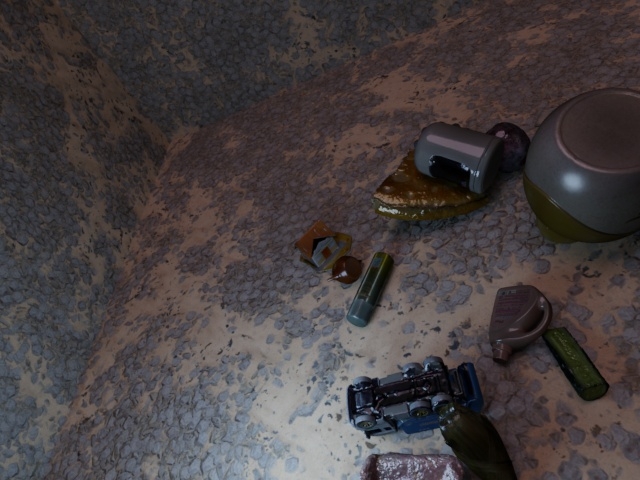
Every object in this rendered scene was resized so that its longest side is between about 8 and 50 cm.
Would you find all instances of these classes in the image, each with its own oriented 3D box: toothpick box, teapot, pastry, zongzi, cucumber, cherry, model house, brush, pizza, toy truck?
[{"bbox_3d":[0.815,-0.200,1.400,0.409,0.425,0.408,-8,61,15],"label":"toothpick box"},{"bbox_3d":[0.095,0.115,1.812,0.116,0.116,0.173,12,31,40],"label":"teapot"},{"bbox_3d":[0.243,0.608,1.226,0.265,0.112,0.102,-4,57,21],"label":"pastry"},{"bbox_3d":[0.386,0.522,1.130,0.112,0.221,0.242,-39,40,17],"label":"zongzi"},{"bbox_3d":[0.673,0.325,1.264,0.078,0.062,0.211,-14,34,1],"label":"cucumber"},{"bbox_3d":[0.493,-0.328,1.741,0.317,0.229,0.229,26,67,29],"label":"toothpick box"},{"bbox_3d":[0.711,-0.355,1.800,0.195,0.195,0.195,-18,43,18],"label":"cherry"},{"bbox_3d":[0.000,0.000,1.951,0.219,0.136,0.207,-45,40,-13],"label":"model house"},{"bbox_3d":[1.005,-0.486,1.869,0.272,0.013,0.103,14,59,40],"label":"brush"},{"bbox_3d":[0.419,-0.225,1.886,0.440,0.130,0.406,-1,44,6],"label":"pizza"},{"bbox_3d":[0.262,0.445,1.315,0.368,0.175,0.146,-18,41,17],"label":"toy truck"}]

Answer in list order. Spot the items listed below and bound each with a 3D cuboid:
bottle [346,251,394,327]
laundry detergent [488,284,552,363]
[{"bbox_3d":[0.181,0.175,1.703,0.082,0.082,0.286,5,53,36],"label":"bottle"},{"bbox_3d":[0.577,0.242,1.363,0.171,0.076,0.237,-15,40,47],"label":"laundry detergent"}]
